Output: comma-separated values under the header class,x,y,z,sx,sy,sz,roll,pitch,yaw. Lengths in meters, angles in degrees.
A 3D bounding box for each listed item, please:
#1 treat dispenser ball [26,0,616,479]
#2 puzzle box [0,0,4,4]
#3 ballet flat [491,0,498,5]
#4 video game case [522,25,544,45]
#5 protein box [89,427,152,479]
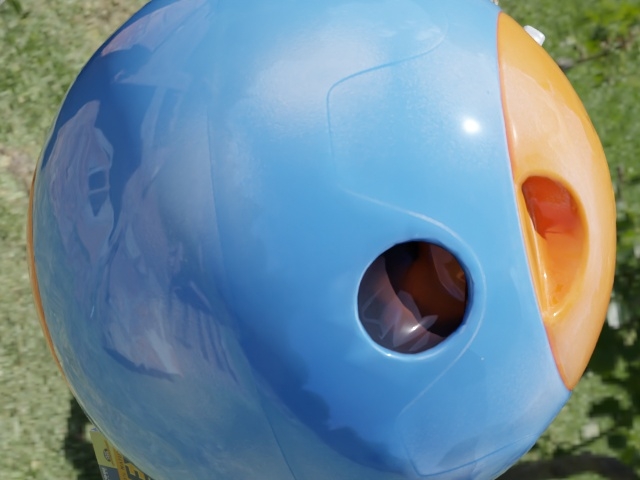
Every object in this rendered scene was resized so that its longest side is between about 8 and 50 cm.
class,x,y,z,sx,sy,sz,roll,pitch,yaw
treat dispenser ball,0.000,0.000,0.614,0.288,0.288,0.288,16,69,-49
puzzle box,-0.318,-0.450,1.372,0.052,0.409,0.272,48,4,19
ballet flat,0.081,-0.375,1.008,0.182,0.164,0.482,-32,124,-49
video game case,0.123,-0.079,1.173,0.026,0.227,0.206,30,72,-5
protein box,-0.128,0.260,1.478,0.200,0.201,0.136,-24,105,-42
